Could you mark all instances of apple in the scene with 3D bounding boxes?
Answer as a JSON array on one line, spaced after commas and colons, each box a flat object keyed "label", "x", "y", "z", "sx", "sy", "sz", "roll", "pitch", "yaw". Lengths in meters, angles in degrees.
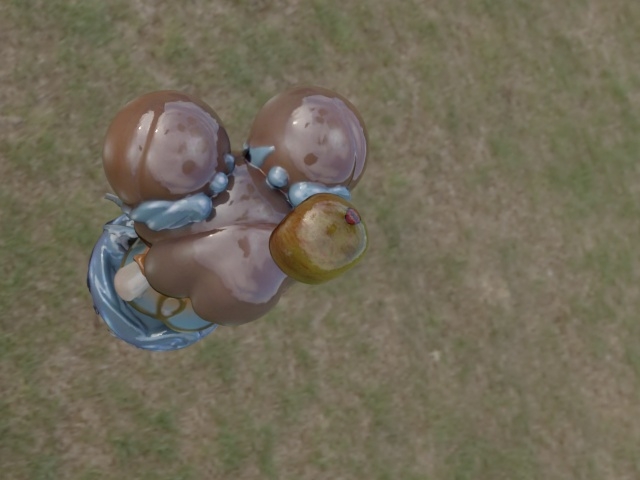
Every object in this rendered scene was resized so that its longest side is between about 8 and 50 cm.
[{"label": "apple", "x": 0.000, "y": 0.000, "z": 1.049, "sx": 0.071, "sy": 0.084, "sz": 0.084, "roll": 49, "pitch": 46, "yaw": -2}]

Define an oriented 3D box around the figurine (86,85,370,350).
[{"label": "figurine", "x": -0.119, "y": -0.015, "z": 1.350, "sx": 0.277, "sy": 0.388, "sz": 0.248, "roll": -8, "pitch": 85, "yaw": -22}]
